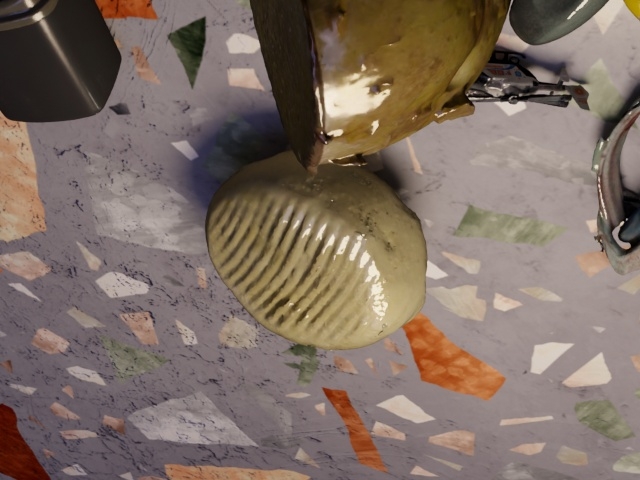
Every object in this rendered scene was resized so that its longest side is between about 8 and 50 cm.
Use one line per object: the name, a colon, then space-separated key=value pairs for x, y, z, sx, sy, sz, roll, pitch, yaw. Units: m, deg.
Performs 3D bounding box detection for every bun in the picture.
bun: x=0.000 y=0.000 z=1.975 sx=0.362 sy=0.234 sz=0.326 roll=18 pitch=136 yaw=21

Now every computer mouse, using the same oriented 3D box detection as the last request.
computer mouse: x=0.319 y=-0.380 z=1.434 sx=0.114 sy=0.203 sz=0.374 roll=22 pitch=135 yaw=7

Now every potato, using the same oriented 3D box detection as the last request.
potato: x=0.084 y=-0.314 z=1.476 sx=0.319 sy=0.385 sz=0.442 roll=-17 pitch=154 yaw=-6

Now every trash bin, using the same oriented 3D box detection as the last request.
trash bin: x=-0.417 y=-0.308 z=1.781 sx=0.209 sy=0.182 sz=0.290 roll=-3 pitch=142 yaw=19

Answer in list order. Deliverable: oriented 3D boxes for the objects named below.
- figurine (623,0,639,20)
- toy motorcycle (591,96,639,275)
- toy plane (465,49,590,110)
figurine: x=0.450 y=-0.271 z=1.555 sx=0.127 sy=0.185 sz=0.234 roll=-21 pitch=133 yaw=11
toy motorcycle: x=0.496 y=-0.066 z=1.770 sx=0.241 sy=0.182 sz=0.319 roll=18 pitch=141 yaw=-4
toy plane: x=0.276 y=-0.214 z=1.753 sx=0.197 sy=0.078 sz=0.053 roll=6 pitch=139 yaw=-12
